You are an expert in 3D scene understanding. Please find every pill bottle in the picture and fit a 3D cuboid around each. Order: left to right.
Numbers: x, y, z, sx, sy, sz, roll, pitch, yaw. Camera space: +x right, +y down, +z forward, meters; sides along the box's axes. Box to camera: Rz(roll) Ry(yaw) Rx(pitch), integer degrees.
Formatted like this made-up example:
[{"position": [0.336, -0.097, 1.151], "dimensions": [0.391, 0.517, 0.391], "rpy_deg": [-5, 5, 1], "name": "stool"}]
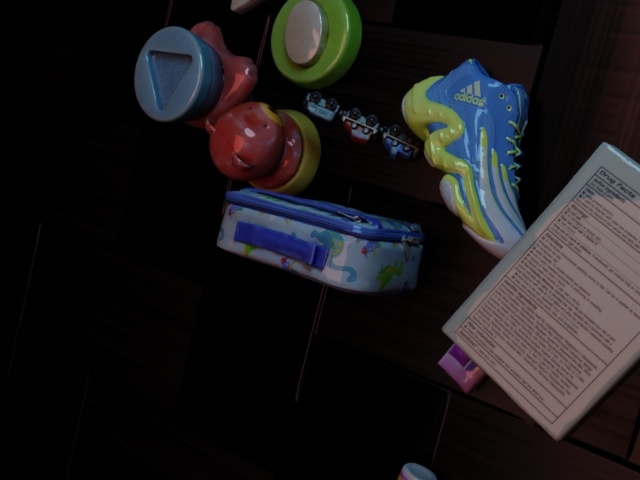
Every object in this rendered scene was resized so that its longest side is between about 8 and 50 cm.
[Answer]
[{"position": [0.101, 0.303, 0.879], "dimensions": [0.043, 0.043, 0.083], "rpy_deg": [28, 103, 32], "name": "pill bottle"}]

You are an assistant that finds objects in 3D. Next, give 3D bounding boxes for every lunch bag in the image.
[{"position": [0.000, 0.000, 0.884], "dimensions": [0.219, 0.176, 0.090], "rpy_deg": [16, 97, 35], "name": "lunch bag"}]

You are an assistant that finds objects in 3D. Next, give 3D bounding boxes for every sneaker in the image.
[{"position": [0.182, -0.097, 0.817], "dimensions": [0.126, 0.091, 0.240], "rpy_deg": [-39, 67, 26], "name": "sneaker"}]

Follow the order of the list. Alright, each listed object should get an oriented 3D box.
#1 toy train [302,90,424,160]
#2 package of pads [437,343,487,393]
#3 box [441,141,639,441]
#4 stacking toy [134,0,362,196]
[{"position": [0.050, -0.134, 0.913], "dimensions": [0.158, 0.027, 0.036], "rpy_deg": [24, 80, 8], "name": "toy train"}, {"position": [0.173, 0.124, 0.846], "dimensions": [0.050, 0.032, 0.083], "rpy_deg": [45, 112, 26], "name": "package of pads"}, {"position": [0.255, 0.051, 0.720], "dimensions": [0.148, 0.127, 0.232], "rpy_deg": [45, 104, 25], "name": "box"}, {"position": [-0.111, -0.236, 0.999], "dimensions": [0.309, 0.130, 0.279], "rpy_deg": [38, 108, 29], "name": "stacking toy"}]
